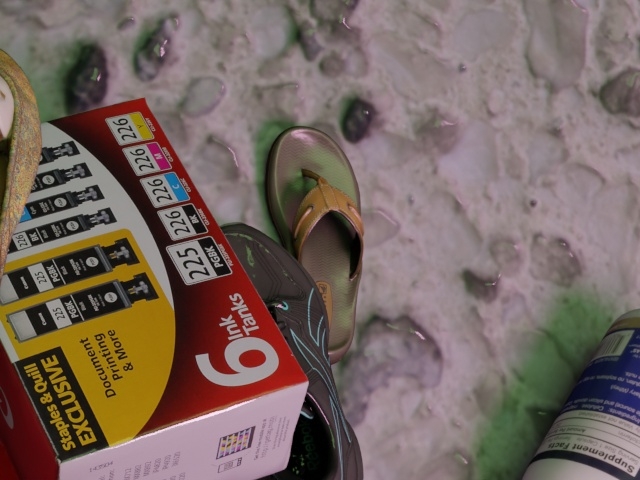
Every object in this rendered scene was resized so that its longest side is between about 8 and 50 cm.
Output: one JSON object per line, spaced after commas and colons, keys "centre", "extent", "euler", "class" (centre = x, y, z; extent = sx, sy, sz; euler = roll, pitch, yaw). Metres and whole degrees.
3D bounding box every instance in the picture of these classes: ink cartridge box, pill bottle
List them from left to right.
{"centre": [-0.202, 0.066, 1.454], "extent": [0.272, 0.130, 0.309], "euler": [-17, 56, -24], "class": "ink cartridge box"}
{"centre": [0.268, 0.201, 1.641], "extent": [0.153, 0.153, 0.265], "euler": [38, 63, -6], "class": "pill bottle"}

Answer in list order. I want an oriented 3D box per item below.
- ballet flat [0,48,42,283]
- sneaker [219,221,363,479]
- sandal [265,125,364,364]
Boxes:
{"centre": [-0.272, -0.046, 1.374], "extent": [0.123, 0.123, 0.348], "euler": [14, 50, -17], "class": "ballet flat"}
{"centre": [-0.031, 0.104, 1.567], "extent": [0.101, 0.106, 0.267], "euler": [-24, 79, 3], "class": "sneaker"}
{"centre": [0.000, 0.000, 1.656], "extent": [0.090, 0.060, 0.219], "euler": [8, 69, -19], "class": "sandal"}
